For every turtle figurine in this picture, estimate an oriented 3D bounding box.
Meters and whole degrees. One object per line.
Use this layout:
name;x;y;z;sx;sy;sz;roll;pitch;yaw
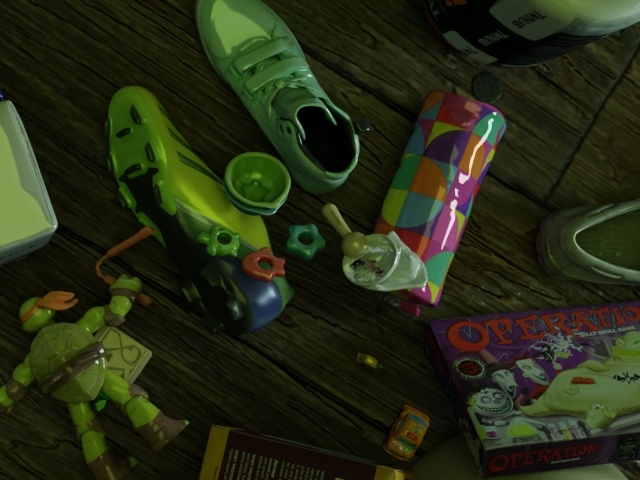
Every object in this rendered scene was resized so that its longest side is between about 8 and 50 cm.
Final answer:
turtle figurine;-0.232;0.127;1.599;0.269;0.087;0.217;-38;92;-5

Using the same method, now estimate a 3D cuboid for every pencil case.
pencil case;0.118;-0.042;1.698;0.104;0.104;0.236;24;84;-10

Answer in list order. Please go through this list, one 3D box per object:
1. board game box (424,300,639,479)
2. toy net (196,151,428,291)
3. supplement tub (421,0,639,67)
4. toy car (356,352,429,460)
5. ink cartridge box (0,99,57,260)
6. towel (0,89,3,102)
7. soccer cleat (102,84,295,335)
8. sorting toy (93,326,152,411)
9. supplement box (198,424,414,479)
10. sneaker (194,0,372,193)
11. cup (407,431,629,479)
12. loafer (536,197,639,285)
board game box;0.305;0.149;1.683;0.347;0.208;0.056;-5;123;-13
toy net;0.000;0.000;1.596;0.232;0.045;0.122;22;52;1
supplement tub;0.223;-0.290;1.607;0.207;0.338;0.207;1;87;-12
toy car;0.070;0.181;1.702;0.060;0.040;0.122;-44;97;-11
ink cartridge box;-0.375;-0.020;1.477;0.226;0.306;0.131;-21;92;-13
towel;-0.452;-0.216;1.512;0.228;0.076;0.308;-17;57;-14
soccer cleat;-0.128;-0.036;1.660;0.121;0.093;0.289;-29;89;-43
sorting toy;-0.224;0.135;1.654;0.062;0.012;0.083;35;81;-6
supplement box;-0.025;0.302;1.595;0.194;0.129;0.191;11;84;13
sneaker;-0.037;-0.169;1.640;0.094;0.151;0.256;-34;93;-10
cup;0.233;0.359;1.630;0.331;0.237;0.331;1;86;-12
loafer;0.400;0.004;1.748;0.319;0.111;0.112;-4;88;-13
